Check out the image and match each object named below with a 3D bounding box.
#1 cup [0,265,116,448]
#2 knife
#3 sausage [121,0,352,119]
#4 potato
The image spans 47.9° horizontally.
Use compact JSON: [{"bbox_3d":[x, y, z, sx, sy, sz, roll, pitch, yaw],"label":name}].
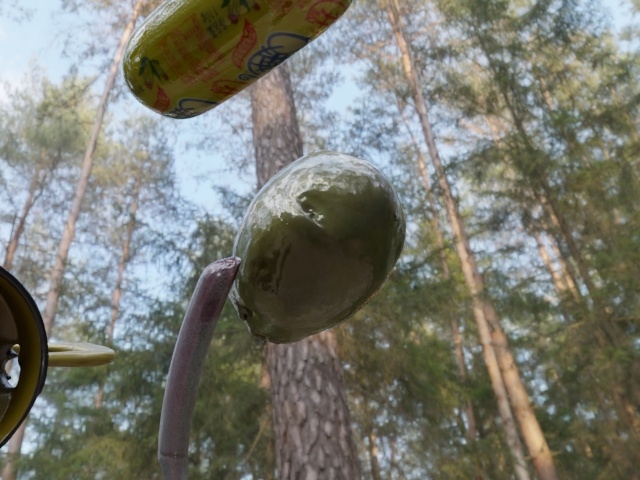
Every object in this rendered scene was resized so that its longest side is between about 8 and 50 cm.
[{"bbox_3d":[-0.346,0.120,0.653,0.256,0.178,0.255,-4,-35,49],"label":"cup"},{"bbox_3d":[-0.112,0.150,0.638,0.053,0.123,0.277,7,-87,-17],"label":"knife"},{"bbox_3d":[-0.094,-0.223,0.751,0.123,0.123,0.347,31,-39,-35],"label":"sausage"},{"bbox_3d":[0.000,0.000,1.066,0.221,0.326,0.243,31,-48,23],"label":"potato"}]
